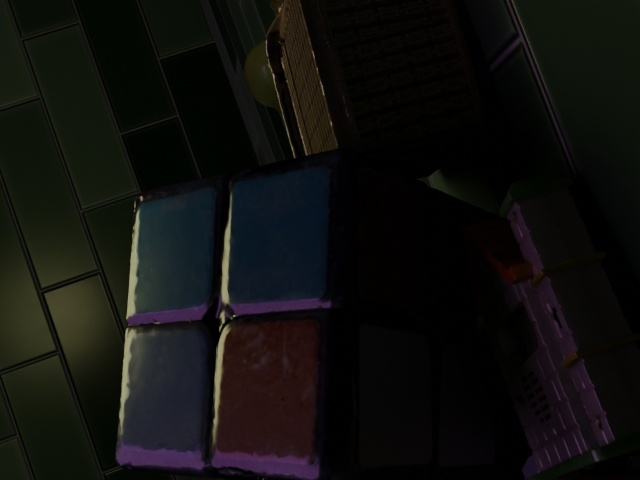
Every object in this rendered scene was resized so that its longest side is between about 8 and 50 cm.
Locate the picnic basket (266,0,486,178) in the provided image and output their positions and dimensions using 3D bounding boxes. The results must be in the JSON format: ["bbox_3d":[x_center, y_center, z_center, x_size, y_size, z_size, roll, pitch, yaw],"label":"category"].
[{"bbox_3d":[0.046,-0.175,1.036,0.313,0.175,0.228,136,120,-82],"label":"picnic basket"}]

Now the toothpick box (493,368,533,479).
[{"bbox_3d":[0.186,0.289,1.192,0.204,0.204,0.334,-158,48,-79],"label":"toothpick box"}]

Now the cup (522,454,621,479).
[{"bbox_3d":[0.265,0.284,0.924,0.095,0.128,0.130,81,170,-59],"label":"cup"}]

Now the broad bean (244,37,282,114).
[{"bbox_3d":[-0.052,-0.313,1.732,0.263,0.121,0.189,41,148,44],"label":"broad bean"}]

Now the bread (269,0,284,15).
[{"bbox_3d":[-0.003,-0.366,1.166,0.268,0.129,0.152,95,163,-71],"label":"bread"}]

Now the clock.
[{"bbox_3d":[0.226,0.085,0.832,0.220,0.106,0.255,97,157,-69],"label":"clock"}]

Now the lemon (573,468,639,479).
[{"bbox_3d":[0.255,0.301,0.677,0.263,0.235,0.236,-45,-62,-74],"label":"lemon"}]

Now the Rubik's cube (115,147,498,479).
[{"bbox_3d":[-0.006,0.101,0.973,0.313,0.318,0.316,17,-109,-50],"label":"Rubik's cube"}]
